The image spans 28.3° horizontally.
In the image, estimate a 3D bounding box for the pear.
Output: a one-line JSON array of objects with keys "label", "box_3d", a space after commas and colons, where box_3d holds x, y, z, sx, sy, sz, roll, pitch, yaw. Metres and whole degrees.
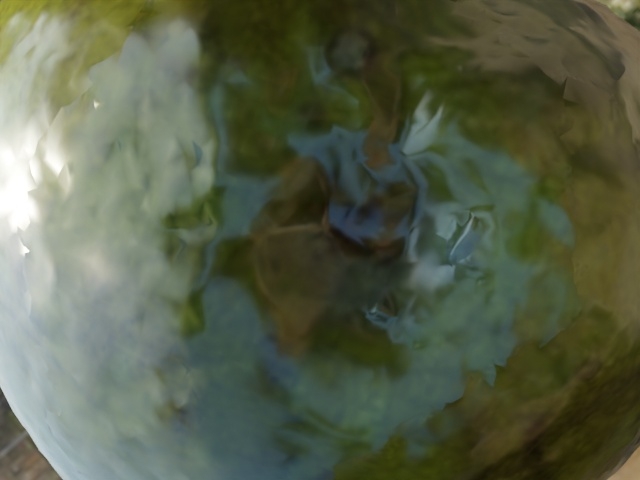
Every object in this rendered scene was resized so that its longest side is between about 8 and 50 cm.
[{"label": "pear", "box_3d": [0.000, 0.000, 0.602, 0.352, 0.352, 0.413, 49, 174, -2]}]
